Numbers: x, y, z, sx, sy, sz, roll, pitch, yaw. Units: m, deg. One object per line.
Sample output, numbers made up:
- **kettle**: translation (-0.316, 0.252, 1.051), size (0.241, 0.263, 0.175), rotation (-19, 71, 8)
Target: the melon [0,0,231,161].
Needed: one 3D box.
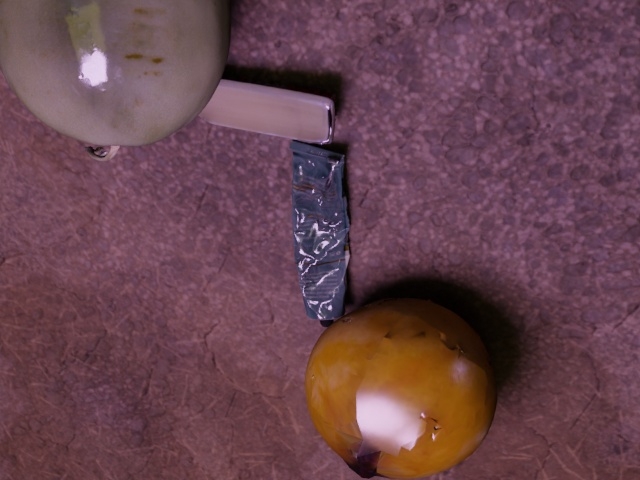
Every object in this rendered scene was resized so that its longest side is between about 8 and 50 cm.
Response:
- **melon**: translation (-0.224, -0.244, 1.110), size (0.271, 0.272, 0.308), rotation (-13, 106, 23)

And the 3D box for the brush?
- **brush**: translation (-0.128, -0.174, 1.245), size (0.321, 0.050, 0.060), rotation (12, 124, 19)

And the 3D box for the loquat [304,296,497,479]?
- **loquat**: translation (0.098, 0.182, 1.268), size (0.235, 0.235, 0.235), rotation (7, 120, 13)

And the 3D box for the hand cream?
- **hand cream**: translation (0.000, 0.000, 1.297), size (0.075, 0.052, 0.248), rotation (4, 119, 14)
